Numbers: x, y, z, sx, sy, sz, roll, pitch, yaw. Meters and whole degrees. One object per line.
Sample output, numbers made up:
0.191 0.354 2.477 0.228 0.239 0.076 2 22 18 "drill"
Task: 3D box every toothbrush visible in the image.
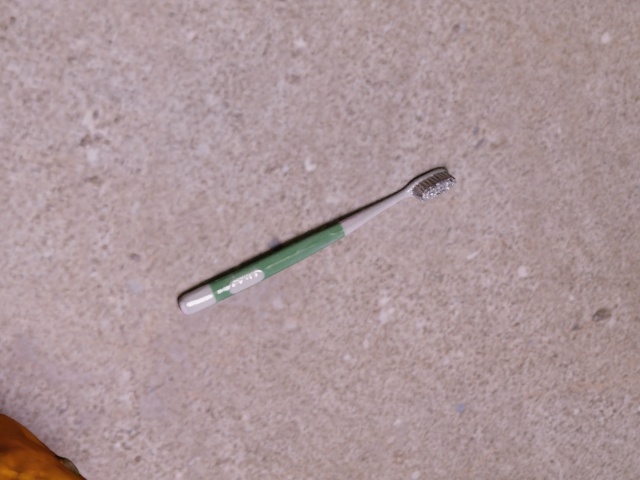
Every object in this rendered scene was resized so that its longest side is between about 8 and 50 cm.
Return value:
0.000 0.000 1.281 0.257 0.024 0.018 -26 123 -15 "toothbrush"

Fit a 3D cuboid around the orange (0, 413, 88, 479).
-0.248 0.252 1.114 0.261 0.261 0.261 -12 118 -24 "orange"
